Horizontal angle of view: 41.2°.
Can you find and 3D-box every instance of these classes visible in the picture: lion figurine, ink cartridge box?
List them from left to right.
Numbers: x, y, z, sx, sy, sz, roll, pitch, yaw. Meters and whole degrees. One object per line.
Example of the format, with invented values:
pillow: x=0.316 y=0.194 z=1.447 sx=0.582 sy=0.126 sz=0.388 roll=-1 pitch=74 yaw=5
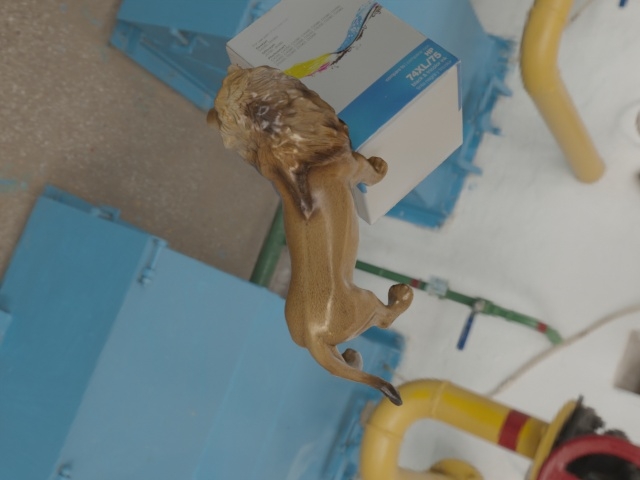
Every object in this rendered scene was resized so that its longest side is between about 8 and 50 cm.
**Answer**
lion figurine: x=0.000 y=0.000 z=0.954 sx=0.240 sy=0.142 sz=0.392 roll=13 pitch=59 yaw=-64
ink cartridge box: x=0.038 y=-0.207 z=1.216 sx=0.197 sy=0.270 sz=0.198 roll=-42 pitch=154 yaw=-12
